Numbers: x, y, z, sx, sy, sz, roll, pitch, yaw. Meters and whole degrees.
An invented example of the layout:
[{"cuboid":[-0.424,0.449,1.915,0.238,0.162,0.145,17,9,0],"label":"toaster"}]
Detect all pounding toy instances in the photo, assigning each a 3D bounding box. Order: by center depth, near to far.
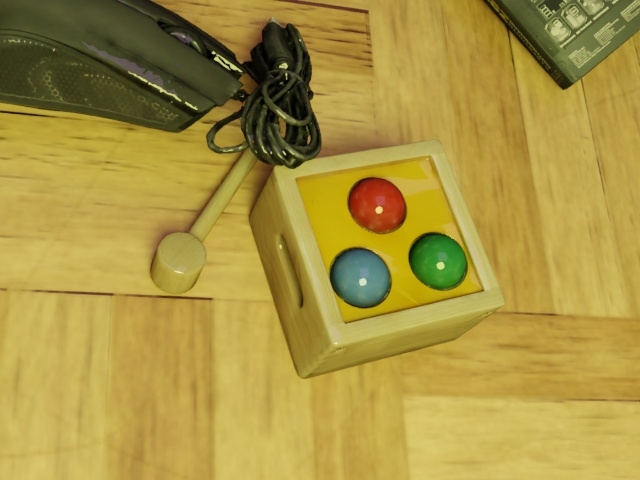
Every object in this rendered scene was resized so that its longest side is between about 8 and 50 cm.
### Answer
[{"cuboid":[-0.008,-0.007,0.589,0.206,0.094,0.181,-11,71,-22],"label":"pounding toy"}]

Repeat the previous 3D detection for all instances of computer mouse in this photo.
[{"cuboid":[-0.130,-0.136,0.591,0.272,0.072,0.188,8,33,-8],"label":"computer mouse"}]

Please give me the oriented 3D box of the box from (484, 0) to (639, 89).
[{"cuboid":[0.240,-0.271,0.731,0.233,0.059,0.183,-41,88,8],"label":"box"}]
